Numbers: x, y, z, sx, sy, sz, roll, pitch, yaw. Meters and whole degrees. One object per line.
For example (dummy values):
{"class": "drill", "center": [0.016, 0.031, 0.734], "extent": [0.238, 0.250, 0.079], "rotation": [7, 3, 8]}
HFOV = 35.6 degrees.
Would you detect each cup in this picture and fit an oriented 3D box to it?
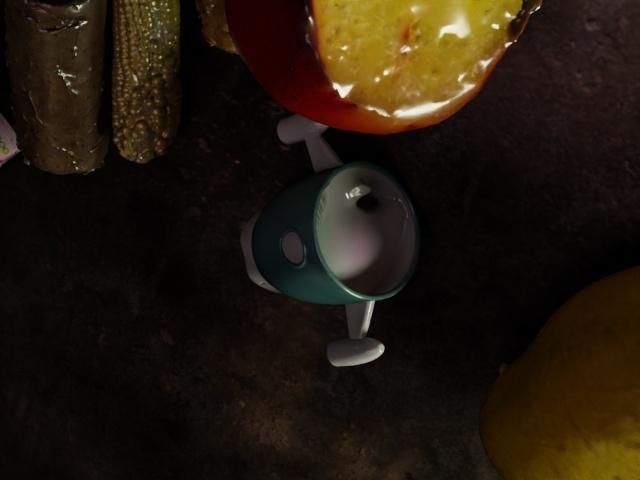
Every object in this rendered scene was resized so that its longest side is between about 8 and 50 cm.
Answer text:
{"class": "cup", "center": [0.000, 0.000, 1.165], "extent": [0.173, 0.167, 0.300], "rotation": [-12, 90, 48]}

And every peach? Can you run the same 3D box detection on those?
{"class": "peach", "center": [0.067, -0.257, 0.851], "extent": [0.281, 0.281, 0.338], "rotation": [42, 135, -3]}

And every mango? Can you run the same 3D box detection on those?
{"class": "mango", "center": [0.335, 0.179, 1.050], "extent": [0.301, 0.220, 0.445], "rotation": [48, 137, -13]}

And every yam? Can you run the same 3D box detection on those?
{"class": "yam", "center": [-0.316, -0.209, 1.198], "extent": [0.131, 0.131, 0.280], "rotation": [27, 141, 11]}

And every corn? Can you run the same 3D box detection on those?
{"class": "corn", "center": [-0.204, -0.216, 1.172], "extent": [0.086, 0.086, 0.288], "rotation": [22, 130, 16]}

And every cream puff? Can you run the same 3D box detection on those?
{"class": "cream puff", "center": [-0.065, -0.251, 1.042], "extent": [0.133, 0.119, 0.104], "rotation": [-13, 100, 8]}

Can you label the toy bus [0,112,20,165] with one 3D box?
{"class": "toy bus", "center": [-0.549, -0.095, 1.467], "extent": [0.274, 0.112, 0.090], "rotation": [-30, 98, 43]}
